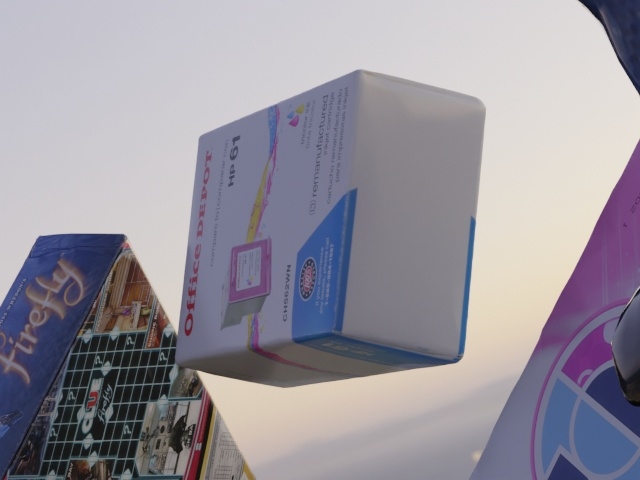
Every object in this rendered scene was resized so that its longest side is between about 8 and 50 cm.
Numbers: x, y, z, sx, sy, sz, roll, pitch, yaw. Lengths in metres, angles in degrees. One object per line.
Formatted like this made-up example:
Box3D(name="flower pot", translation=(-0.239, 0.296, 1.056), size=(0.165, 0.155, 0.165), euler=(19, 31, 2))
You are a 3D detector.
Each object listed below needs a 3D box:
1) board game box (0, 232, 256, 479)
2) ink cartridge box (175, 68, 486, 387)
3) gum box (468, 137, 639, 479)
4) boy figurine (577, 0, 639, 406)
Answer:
Box3D(name="board game box", translation=(-0.106, 0.140, 0.753), size=(0.042, 0.165, 0.243), euler=(2, 48, 26))
Box3D(name="ink cartridge box", translation=(0.000, 0.000, 0.681), size=(0.052, 0.088, 0.122), euler=(12, -13, -26))
Box3D(name="gum box", translation=(0.109, 0.058, 0.561), size=(0.062, 0.188, 0.107), euler=(19, 12, -29))
Box3D(name="boy figurine", translation=(0.044, -0.109, 0.408), size=(0.177, 0.285, 0.092), euler=(-7, -28, -45))
